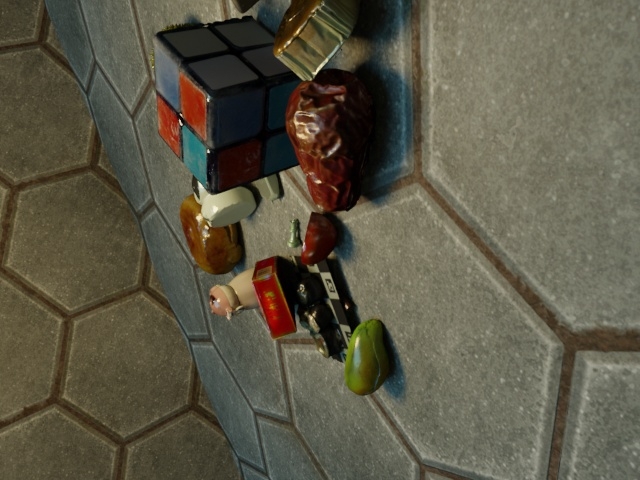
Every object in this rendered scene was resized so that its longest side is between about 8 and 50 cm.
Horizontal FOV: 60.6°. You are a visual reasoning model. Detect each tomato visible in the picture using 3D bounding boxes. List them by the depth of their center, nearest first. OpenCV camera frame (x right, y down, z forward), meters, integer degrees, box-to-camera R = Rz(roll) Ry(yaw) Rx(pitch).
[{"bbox_3d":[0.000,0.000,1.528,0.091,0.159,0.139,12,131,5],"label":"tomato"}]

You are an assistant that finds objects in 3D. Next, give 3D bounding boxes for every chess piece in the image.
[{"bbox_3d":[-0.084,-0.026,1.721,0.042,0.042,0.093,32,129,45],"label":"chess piece"}]

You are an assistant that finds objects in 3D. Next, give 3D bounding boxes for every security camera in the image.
[{"bbox_3d":[-0.347,-0.185,1.890,0.236,0.194,0.194,65,150,12],"label":"security camera"}]

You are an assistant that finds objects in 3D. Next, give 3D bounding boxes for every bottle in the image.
[{"bbox_3d":[-0.300,0.201,2.020,0.147,0.236,0.147,38,140,41],"label":"bottle"}]

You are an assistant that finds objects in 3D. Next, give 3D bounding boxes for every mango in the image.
[{"bbox_3d":[0.135,0.334,1.544,0.111,0.125,0.233,-114,34,-71],"label":"mango"}]

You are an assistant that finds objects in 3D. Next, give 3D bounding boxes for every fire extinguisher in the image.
[{"bbox_3d":[0.065,0.172,1.634,0.032,0.046,0.100,-44,54,11],"label":"fire extinguisher"}]

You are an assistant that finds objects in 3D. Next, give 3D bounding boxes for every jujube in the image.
[{"bbox_3d":[0.028,-0.220,1.269,0.216,0.216,0.342,40,153,38],"label":"jujube"}]

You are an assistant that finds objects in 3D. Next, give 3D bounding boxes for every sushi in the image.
[{"bbox_3d":[-0.027,0.239,1.709,0.296,0.100,0.373,-2,109,66],"label":"sushi"}]

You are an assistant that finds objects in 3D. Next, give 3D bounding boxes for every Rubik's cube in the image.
[{"bbox_3d":[-0.231,-0.361,1.449,0.313,0.316,0.318,47,146,29],"label":"Rubik's cube"}]

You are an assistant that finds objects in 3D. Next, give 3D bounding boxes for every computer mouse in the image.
[{"bbox_3d":[-0.170,-0.201,1.718,0.089,0.056,0.182,10,127,57],"label":"computer mouse"}]

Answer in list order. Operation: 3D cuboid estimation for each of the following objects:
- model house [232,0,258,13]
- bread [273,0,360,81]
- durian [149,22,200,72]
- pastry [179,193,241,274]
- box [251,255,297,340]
[{"bbox_3d":[-0.213,-0.715,1.368,0.188,0.122,0.229,49,149,32],"label":"model house"},{"bbox_3d":[-0.010,-0.457,1.125,0.192,0.110,0.210,-34,36,44],"label":"bread"},{"bbox_3d":[-0.466,-0.600,1.813,0.200,0.176,0.237,19,116,28],"label":"durian"},{"bbox_3d":[-0.439,-0.027,2.171,0.356,0.164,0.356,45,147,42],"label":"pastry"},{"bbox_3d":[-0.149,0.175,1.775,0.313,0.089,0.197,-113,3,-81],"label":"box"}]
